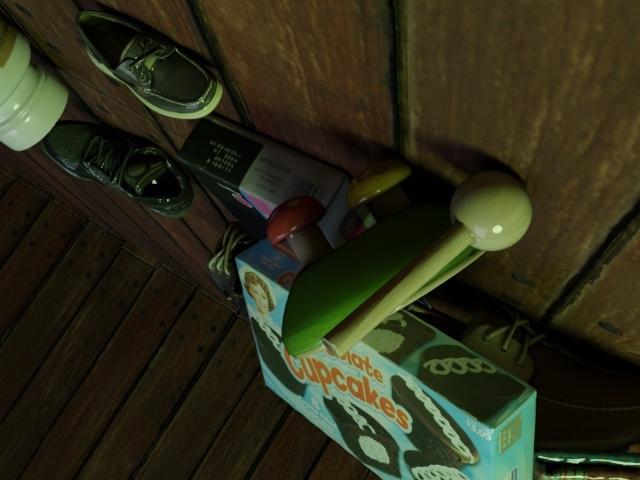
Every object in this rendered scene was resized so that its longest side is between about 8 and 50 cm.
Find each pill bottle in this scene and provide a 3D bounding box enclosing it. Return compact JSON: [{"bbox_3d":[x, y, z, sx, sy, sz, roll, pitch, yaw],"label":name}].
[{"bbox_3d":[-0.406,-0.207,0.979,0.131,0.131,0.229,21,164,47],"label":"pill bottle"}]

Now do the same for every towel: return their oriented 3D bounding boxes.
[{"bbox_3d":[0.332,0.262,0.867,0.271,0.040,0.370,0,157,10],"label":"towel"}]

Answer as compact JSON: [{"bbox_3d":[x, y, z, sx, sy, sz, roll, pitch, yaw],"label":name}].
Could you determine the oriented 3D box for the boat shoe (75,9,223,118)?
[{"bbox_3d":[-0.148,-0.147,0.719,0.152,0.056,0.049,27,174,25],"label":"boat shoe"}]

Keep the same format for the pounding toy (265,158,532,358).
[{"bbox_3d":[0.033,-0.004,0.641,0.110,0.182,0.237,59,168,1],"label":"pounding toy"}]

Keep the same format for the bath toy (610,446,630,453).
[{"bbox_3d":[0.230,0.235,1.173,0.348,0.129,0.151,27,168,31],"label":"bath toy"}]

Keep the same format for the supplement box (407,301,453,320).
[{"bbox_3d":[0.145,0.153,1.099,0.188,0.104,0.081,25,169,36],"label":"supplement box"}]

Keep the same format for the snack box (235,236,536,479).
[{"bbox_3d":[0.052,0.137,0.806,0.322,0.060,0.187,30,142,40],"label":"snack box"}]

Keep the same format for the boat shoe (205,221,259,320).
[{"bbox_3d":[-0.107,0.046,1.278,0.130,0.132,0.355,33,168,-4],"label":"boat shoe"}]

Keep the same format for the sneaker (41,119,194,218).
[{"bbox_3d":[-0.279,-0.110,1.192,0.227,0.087,0.130,30,168,-3],"label":"sneaker"}]

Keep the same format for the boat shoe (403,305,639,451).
[{"bbox_3d":[0.172,0.129,0.859,0.324,0.117,0.123,3,-165,31],"label":"boat shoe"}]

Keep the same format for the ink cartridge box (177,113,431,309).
[{"bbox_3d":[0.000,0.000,0.957,0.175,0.069,0.371,26,170,28],"label":"ink cartridge box"}]
